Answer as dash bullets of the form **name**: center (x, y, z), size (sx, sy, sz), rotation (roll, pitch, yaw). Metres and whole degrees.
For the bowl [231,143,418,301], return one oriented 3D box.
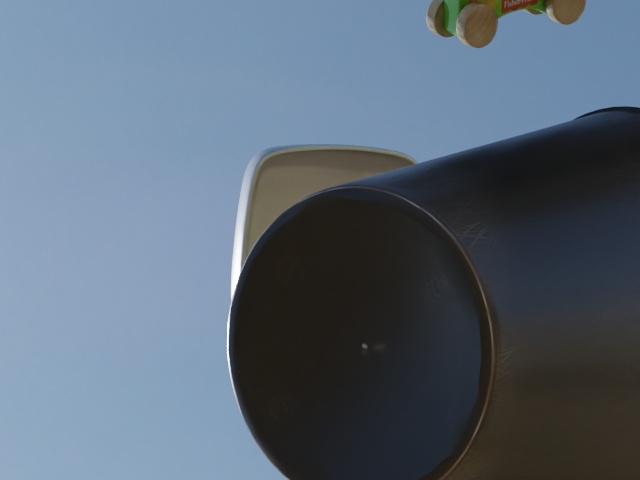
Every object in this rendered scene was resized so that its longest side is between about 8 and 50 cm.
- **bowl**: center (0.000, 0.000, 1.402), size (0.142, 0.053, 0.142), rotation (2, -80, -27)

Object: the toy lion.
- **toy lion**: center (0.092, -0.153, 1.030), size (0.100, 0.034, 0.096), rotation (-17, -62, -32)

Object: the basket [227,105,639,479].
- **basket**: center (0.077, 0.041, 0.865), size (0.154, 0.204, 0.227), rotation (5, 5, 35)
